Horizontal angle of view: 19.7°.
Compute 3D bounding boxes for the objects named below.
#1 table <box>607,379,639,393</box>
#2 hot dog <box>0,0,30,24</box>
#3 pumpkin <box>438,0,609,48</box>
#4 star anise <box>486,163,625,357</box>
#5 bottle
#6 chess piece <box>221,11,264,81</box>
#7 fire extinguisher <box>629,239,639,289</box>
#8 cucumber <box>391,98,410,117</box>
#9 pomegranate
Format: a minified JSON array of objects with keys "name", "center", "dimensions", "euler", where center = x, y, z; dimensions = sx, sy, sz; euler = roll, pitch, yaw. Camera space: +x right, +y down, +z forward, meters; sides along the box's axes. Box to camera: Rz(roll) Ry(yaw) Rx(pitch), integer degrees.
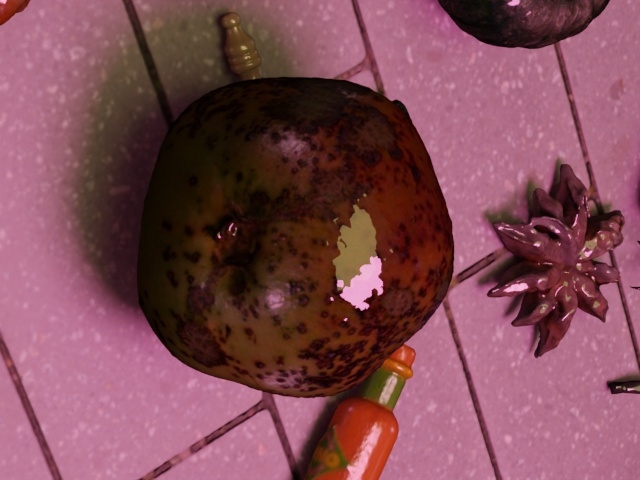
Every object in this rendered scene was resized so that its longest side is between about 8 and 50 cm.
[{"name":"table","center":[0.456,0.252,2.017],"dimensions":[0.249,0.317,0.317],"euler":[-10,106,-20]},{"name":"hot dog","center":[-0.271,-0.232,1.442],"dimensions":[0.213,0.103,0.146],"euler":[-35,140,-15]},{"name":"pumpkin","center":[0.199,-0.282,1.735],"dimensions":[0.212,0.152,0.211],"euler":[-24,128,-35]},{"name":"star anise","center":[0.253,0.025,1.896],"dimensions":[0.195,0.065,0.182],"euler":[-40,122,-28]},{"name":"bottle","center":[0.040,0.184,1.774],"dimensions":[0.069,0.069,0.187],"euler":[31,79,-36]},{"name":"chess piece","center":[-0.067,-0.159,1.644],"dimensions":[0.035,0.035,0.092],"euler":[-29,112,-28]},{"name":"fire extinguisher","center":[0.412,-0.104,1.953],"dimensions":[0.135,0.114,0.337],"euler":[12,92,-34]},{"name":"cucumber","center":[0.037,-0.092,1.726],"dimensions":[0.105,0.048,0.048],"euler":[-25,114,-26]},{"name":"pomegranate","center":[0.000,0.000,1.609],"dimensions":[0.341,0.285,0.285],"euler":[10,95,-67]}]
